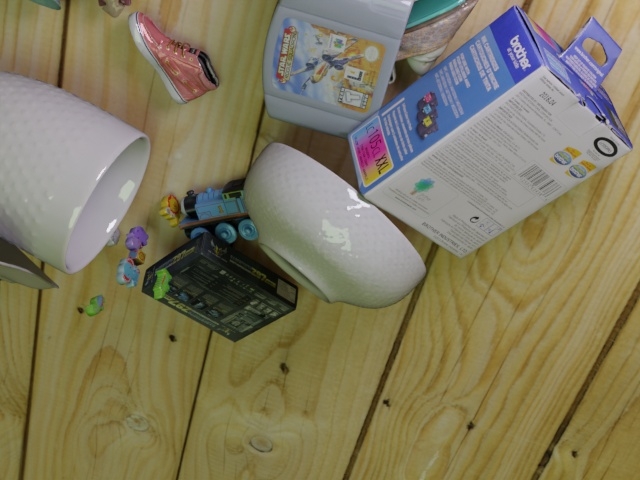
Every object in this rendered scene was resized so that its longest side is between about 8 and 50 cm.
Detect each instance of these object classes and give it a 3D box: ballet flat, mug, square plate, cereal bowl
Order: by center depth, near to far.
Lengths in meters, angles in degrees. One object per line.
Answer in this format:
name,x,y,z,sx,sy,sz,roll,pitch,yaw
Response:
ballet flat,0.116,-0.302,1.550,0.316,0.107,0.106,-12,124,31
cereal bowl,0.000,0.000,1.626,0.339,0.339,0.141,43,82,-16
square plate,-0.627,-0.036,1.676,0.347,0.344,0.049,39,83,8
mug,-0.509,-0.119,1.732,0.328,0.276,0.374,29,155,3

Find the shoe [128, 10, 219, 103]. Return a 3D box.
shoe,-0.241,-0.313,1.644,0.081,0.063,0.178,-18,122,21

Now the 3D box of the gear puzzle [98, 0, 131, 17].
gear puzzle,-0.295,-0.523,1.532,0.175,0.044,0.339,38,120,-11

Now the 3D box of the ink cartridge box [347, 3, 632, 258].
ink cartridge box,0.279,-0.168,1.501,0.395,0.151,0.270,-34,138,27

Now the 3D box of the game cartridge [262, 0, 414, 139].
game cartridge,0.014,-0.278,1.498,0.198,0.062,0.297,13,140,-2

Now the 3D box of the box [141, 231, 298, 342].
box,-0.186,0.092,1.847,0.233,0.059,0.183,33,133,-30

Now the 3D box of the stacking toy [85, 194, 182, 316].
stacking toy,-0.344,0.028,1.803,0.167,0.221,0.052,-17,137,24

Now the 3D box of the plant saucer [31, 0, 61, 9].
plant saucer,-0.496,-0.431,1.576,0.195,0.195,0.037,25,88,-4

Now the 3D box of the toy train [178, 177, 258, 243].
toy train,-0.172,-0.052,1.792,0.184,0.080,0.105,-9,111,21
